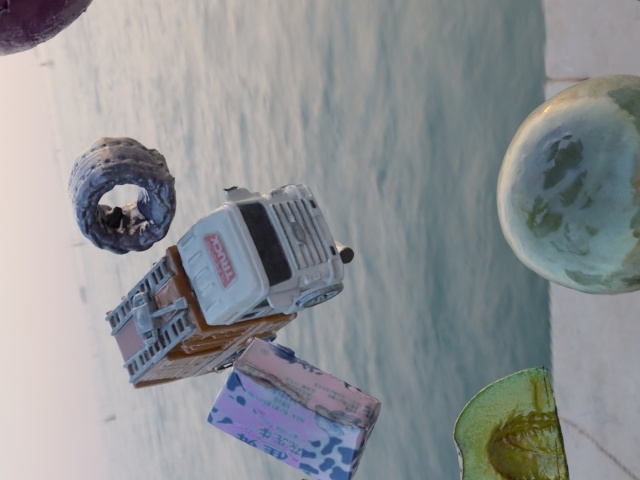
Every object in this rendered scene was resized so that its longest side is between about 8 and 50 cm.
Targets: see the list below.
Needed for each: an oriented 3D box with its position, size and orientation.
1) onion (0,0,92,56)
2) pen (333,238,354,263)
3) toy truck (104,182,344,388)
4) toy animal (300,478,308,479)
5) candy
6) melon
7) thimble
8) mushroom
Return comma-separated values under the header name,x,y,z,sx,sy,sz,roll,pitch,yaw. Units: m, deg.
name,x,y,z,sx,sy,sz,roll,pitch,yaw
onion,-0.402,-0.384,1.024,0.345,0.358,0.359,34,-137,-76
pen,0.000,0.000,1.335,0.204,0.025,0.025,-150,52,-65
toy truck,-0.149,0.075,1.248,0.387,0.206,0.173,-40,69,46
toy animal,-0.029,0.433,1.069,0.197,0.160,0.273,-66,-10,-53
candy,-0.024,0.175,0.895,0.092,0.160,0.073,-68,-8,27
melon,0.310,0.348,1.416,0.129,0.169,0.265,39,-137,-67
thimble,-0.273,-0.061,1.217,0.098,0.150,0.150,-121,26,-48
mushroom,0.442,-0.081,1.359,0.352,0.260,0.352,-14,69,39
